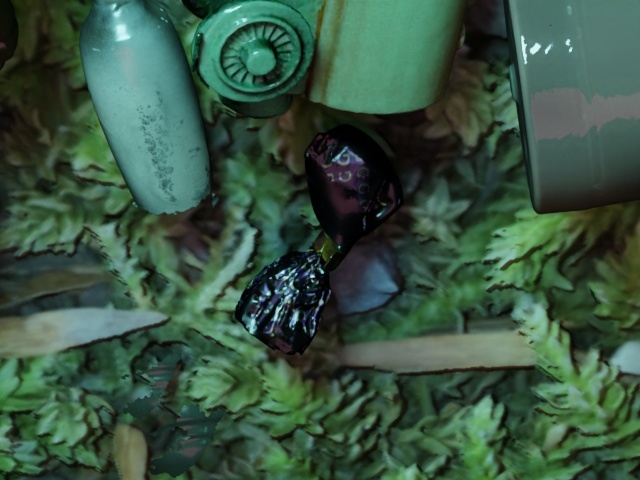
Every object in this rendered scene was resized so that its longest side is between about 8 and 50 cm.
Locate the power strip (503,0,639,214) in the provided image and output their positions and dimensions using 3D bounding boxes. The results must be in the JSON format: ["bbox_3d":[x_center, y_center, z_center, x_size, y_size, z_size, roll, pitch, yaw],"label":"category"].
[{"bbox_3d":[0.143,-0.094,1.079,0.078,0.154,0.154,-8,124,5],"label":"power strip"}]

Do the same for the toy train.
[{"bbox_3d":[0.020,-0.188,1.049,0.177,0.116,0.285,1,125,-14],"label":"toy train"}]

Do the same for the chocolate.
[{"bbox_3d":[0.003,0.001,1.204,0.072,0.070,0.147,4,131,-36],"label":"chocolate"}]

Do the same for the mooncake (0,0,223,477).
[{"bbox_3d":[-0.152,-0.004,1.215,0.150,0.057,0.347,-25,115,33],"label":"mooncake"}]

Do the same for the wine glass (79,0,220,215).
[{"bbox_3d":[-0.111,-0.124,1.116,0.074,0.074,0.262,-9,126,7],"label":"wine glass"}]
